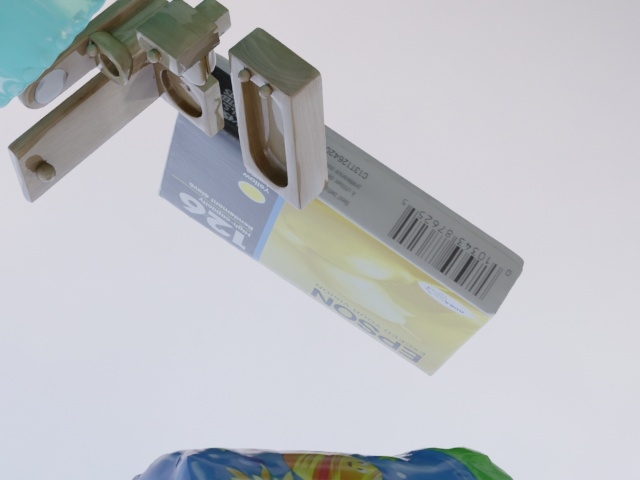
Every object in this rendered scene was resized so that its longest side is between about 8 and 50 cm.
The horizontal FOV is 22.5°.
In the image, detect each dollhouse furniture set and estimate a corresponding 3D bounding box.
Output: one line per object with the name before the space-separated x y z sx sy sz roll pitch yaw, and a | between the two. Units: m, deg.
dollhouse furniture set | -0.093 -0.060 0.945 0.151 0.144 0.123 39 -113 23

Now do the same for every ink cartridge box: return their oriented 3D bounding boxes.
ink cartridge box | 0.000 0.000 1.399 0.303 0.307 0.072 33 -112 2

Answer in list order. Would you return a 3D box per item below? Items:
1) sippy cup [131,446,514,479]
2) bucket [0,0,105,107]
sippy cup | -0.012 0.228 1.002 0.224 0.305 0.240 16 -155 -30
bucket | -0.196 -0.200 0.807 0.183 0.281 0.281 37 -152 -26
